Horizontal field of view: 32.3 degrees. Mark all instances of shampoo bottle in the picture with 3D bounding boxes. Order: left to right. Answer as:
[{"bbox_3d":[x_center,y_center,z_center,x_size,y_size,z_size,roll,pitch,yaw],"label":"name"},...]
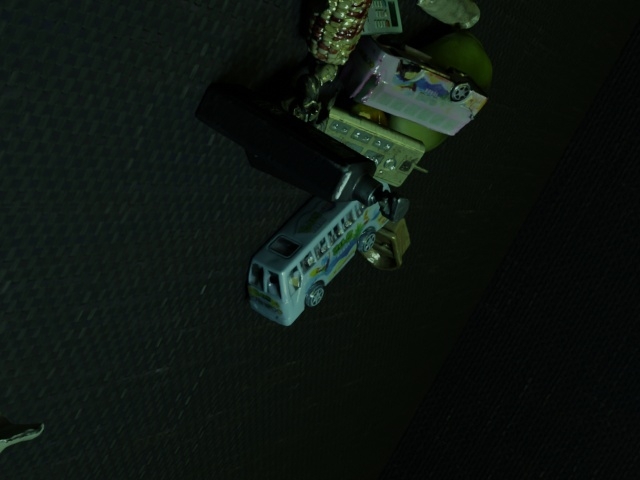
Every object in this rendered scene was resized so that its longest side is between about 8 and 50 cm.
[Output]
[{"bbox_3d":[-0.017,-0.113,1.479,0.071,0.309,0.098,-62,161,14],"label":"shampoo bottle"}]

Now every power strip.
[{"bbox_3d":[0.082,-0.154,1.849,0.268,0.034,0.092,18,120,-35],"label":"power strip"}]

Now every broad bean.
[{"bbox_3d":[0.221,-0.279,2.073,0.291,0.119,0.238,-36,151,-44],"label":"broad bean"}]

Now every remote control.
[{"bbox_3d":[0.084,-0.357,1.746,0.166,0.029,0.065,-22,103,-62],"label":"remote control"}]

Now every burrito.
[{"bbox_3d":[0.225,-0.428,1.954,0.082,0.059,0.275,-55,161,13],"label":"burrito"}]

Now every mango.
[{"bbox_3d":[0.067,-0.187,1.905,0.115,0.089,0.165,-32,146,-33],"label":"mango"}]

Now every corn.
[{"bbox_3d":[0.034,-0.368,1.544,0.098,0.098,0.289,-39,156,-42],"label":"corn"}]

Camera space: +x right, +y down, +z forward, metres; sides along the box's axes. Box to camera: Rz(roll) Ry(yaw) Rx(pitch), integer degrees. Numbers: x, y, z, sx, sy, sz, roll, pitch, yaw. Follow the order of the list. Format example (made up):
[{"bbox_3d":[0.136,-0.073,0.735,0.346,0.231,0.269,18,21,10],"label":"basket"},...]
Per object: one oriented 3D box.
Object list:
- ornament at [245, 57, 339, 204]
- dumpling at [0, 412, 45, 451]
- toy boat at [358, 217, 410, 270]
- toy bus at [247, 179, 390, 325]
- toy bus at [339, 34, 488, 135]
[{"bbox_3d":[-0.008,-0.197,1.650,0.196,0.153,0.166,-61,163,-19],"label":"ornament"},{"bbox_3d":[-0.412,0.223,1.276,0.247,0.173,0.142,13,78,-75],"label":"dumpling"},{"bbox_3d":[0.124,-0.005,2.265,0.061,0.116,0.188,-58,160,-20],"label":"toy boat"},{"bbox_3d":[0.000,0.000,1.999,0.329,0.109,0.136,-46,148,-29],"label":"toy bus"},{"bbox_3d":[0.156,-0.261,1.851,0.274,0.090,0.112,14,122,-41],"label":"toy bus"}]
